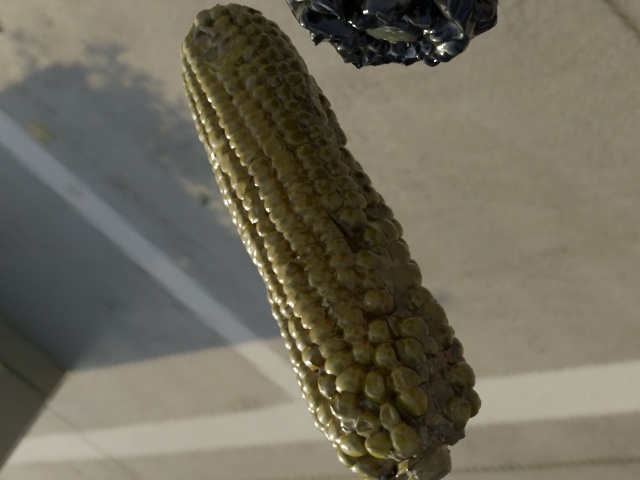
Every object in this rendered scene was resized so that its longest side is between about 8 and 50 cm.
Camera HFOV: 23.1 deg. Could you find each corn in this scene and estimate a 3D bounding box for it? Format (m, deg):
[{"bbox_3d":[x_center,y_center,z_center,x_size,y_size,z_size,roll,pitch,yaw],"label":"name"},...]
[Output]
[{"bbox_3d":[0.000,0.000,0.913,0.097,0.097,0.320,101,147,-63],"label":"corn"}]

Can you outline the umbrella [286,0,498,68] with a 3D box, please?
[{"bbox_3d":[0.060,-0.262,0.850,0.154,0.337,0.128,8,170,38],"label":"umbrella"}]
